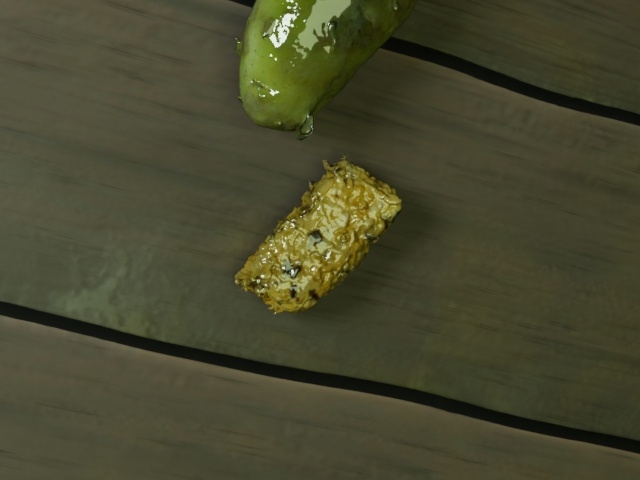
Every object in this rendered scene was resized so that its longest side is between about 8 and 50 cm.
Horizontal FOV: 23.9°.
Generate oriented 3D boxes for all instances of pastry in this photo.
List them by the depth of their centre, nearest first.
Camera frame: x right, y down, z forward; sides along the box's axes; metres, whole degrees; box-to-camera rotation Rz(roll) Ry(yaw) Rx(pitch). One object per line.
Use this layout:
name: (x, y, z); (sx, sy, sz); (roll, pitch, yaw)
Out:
pastry: (0.000, 0.000, 1.223); (0.080, 0.056, 0.140); (37, 89, -12)

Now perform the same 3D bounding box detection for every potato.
potato: (0.009, -0.186, 1.168); (0.117, 0.090, 0.225); (31, 86, -19)
